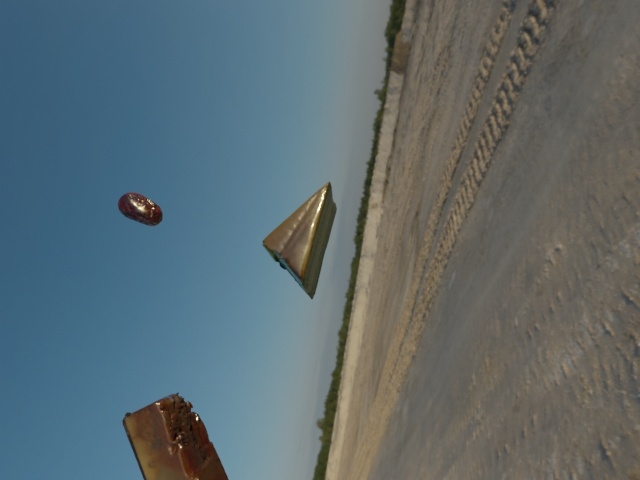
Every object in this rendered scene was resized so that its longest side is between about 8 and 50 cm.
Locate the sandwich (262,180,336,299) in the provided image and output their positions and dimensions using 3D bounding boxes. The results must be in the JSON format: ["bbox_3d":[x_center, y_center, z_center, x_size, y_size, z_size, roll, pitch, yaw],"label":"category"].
[{"bbox_3d":[0.000,0.000,0.515,0.116,0.074,0.074,-44,-25,-10],"label":"sandwich"}]

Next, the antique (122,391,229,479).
[{"bbox_3d":[-0.221,0.412,0.696,0.310,0.093,0.087,63,-171,11],"label":"antique"}]

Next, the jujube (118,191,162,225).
[{"bbox_3d":[-0.489,-0.082,1.126,0.077,0.129,0.077,-55,-14,-21],"label":"jujube"}]
